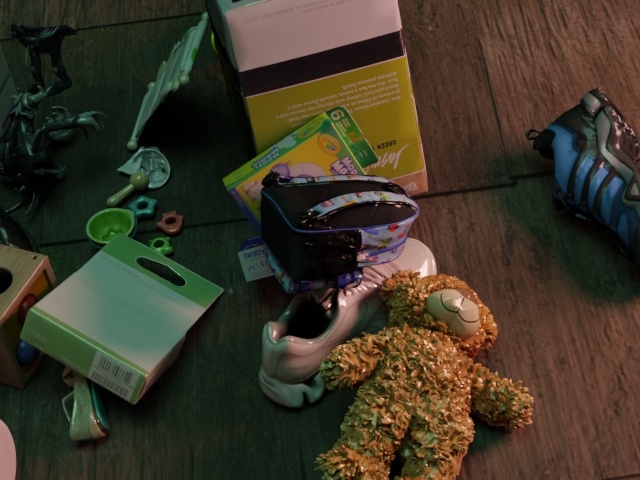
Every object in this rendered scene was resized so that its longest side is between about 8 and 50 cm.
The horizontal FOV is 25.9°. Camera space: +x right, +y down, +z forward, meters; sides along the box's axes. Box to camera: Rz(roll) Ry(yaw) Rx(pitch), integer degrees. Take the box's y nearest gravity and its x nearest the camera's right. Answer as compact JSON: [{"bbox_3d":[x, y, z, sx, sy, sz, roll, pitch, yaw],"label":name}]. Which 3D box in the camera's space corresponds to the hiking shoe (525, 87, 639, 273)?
[{"bbox_3d":[0.378,-0.053,1.832,0.132,0.113,0.304,-32,48,21],"label":"hiking shoe"}]

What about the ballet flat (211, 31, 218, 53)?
[{"bbox_3d":[-0.105,-0.360,2.224,0.077,0.077,0.231,9,42,47],"label":"ballet flat"}]

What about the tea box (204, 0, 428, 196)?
[{"bbox_3d":[-0.020,-0.243,1.870,0.220,0.323,0.329,-15,32,-5],"label":"tea box"}]

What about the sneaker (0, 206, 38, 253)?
[{"bbox_3d":[-0.488,-0.018,1.956,0.106,0.101,0.267,-45,52,-2],"label":"sneaker"}]

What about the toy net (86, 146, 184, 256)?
[{"bbox_3d":[-0.249,-0.066,1.974,0.122,0.045,0.232,-1,46,10],"label":"toy net"}]

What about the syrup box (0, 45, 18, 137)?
[{"bbox_3d":[-0.538,-0.269,2.087,0.093,0.236,0.096,1,44,11],"label":"syrup box"}]

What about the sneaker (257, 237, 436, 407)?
[{"bbox_3d":[0.038,0.081,1.732,0.110,0.118,0.292,29,56,34],"label":"sneaker"}]

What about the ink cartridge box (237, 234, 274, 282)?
[{"bbox_3d":[0.000,0.000,1.818,0.207,0.046,0.097,-15,9,4],"label":"ink cartridge box"}]

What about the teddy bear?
[{"bbox_3d":[0.118,0.172,1.615,0.245,0.113,0.338,30,57,18],"label":"teddy bear"}]

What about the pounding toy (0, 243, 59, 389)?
[{"bbox_3d":[-0.413,0.107,1.741,0.094,0.181,0.206,13,50,21],"label":"pounding toy"}]

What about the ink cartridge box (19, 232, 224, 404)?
[{"bbox_3d":[-0.248,0.094,1.780,0.171,0.056,0.235,29,30,8],"label":"ink cartridge box"}]

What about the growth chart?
[{"bbox_3d":[-0.223,-0.236,2.040,0.021,0.237,0.172,27,54,-16],"label":"growth chart"}]

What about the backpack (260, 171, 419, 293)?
[{"bbox_3d":[0.026,-0.015,1.680,0.173,0.116,0.158,-7,27,-20],"label":"backpack"}]

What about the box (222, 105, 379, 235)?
[{"bbox_3d":[-0.019,-0.081,1.744,0.179,0.105,0.043,-35,32,2],"label":"box"}]

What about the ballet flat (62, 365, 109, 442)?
[{"bbox_3d":[-0.300,0.180,1.741,0.052,0.057,0.168,-22,44,7],"label":"ballet flat"}]

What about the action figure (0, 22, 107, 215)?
[{"bbox_3d":[-0.393,-0.173,2.023,0.141,0.275,0.164,2,4,-41],"label":"action figure"}]

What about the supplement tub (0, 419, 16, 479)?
[{"bbox_3d":[-0.533,0.252,1.589,0.316,0.228,0.228,13,50,21],"label":"supplement tub"}]
